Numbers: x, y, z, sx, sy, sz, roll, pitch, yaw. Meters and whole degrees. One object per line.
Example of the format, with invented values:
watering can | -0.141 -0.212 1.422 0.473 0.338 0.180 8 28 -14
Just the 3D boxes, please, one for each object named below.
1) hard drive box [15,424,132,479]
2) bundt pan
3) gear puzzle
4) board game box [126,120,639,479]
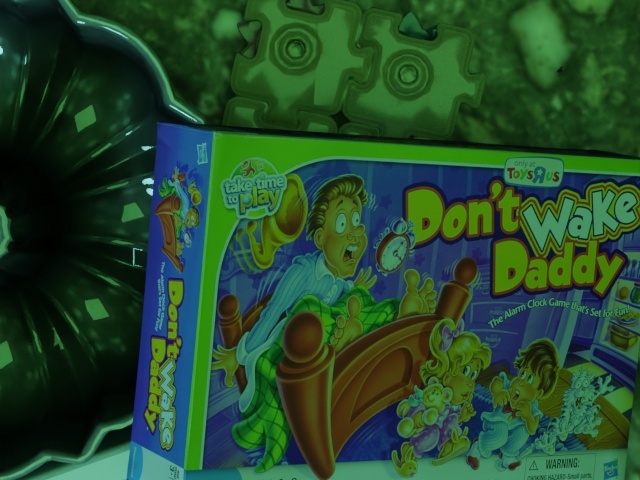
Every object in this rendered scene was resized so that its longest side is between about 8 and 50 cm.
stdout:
hard drive box | -0.187 0.243 1.247 0.232 0.089 0.181 -19 98 0
bundt pan | -0.221 -0.011 1.193 0.331 0.124 0.331 0 95 0
gear puzzle | 0.000 0.000 1.253 0.175 0.044 0.339 12 96 0
board game box | 0.054 0.050 1.167 0.347 0.078 0.233 1 97 -32
